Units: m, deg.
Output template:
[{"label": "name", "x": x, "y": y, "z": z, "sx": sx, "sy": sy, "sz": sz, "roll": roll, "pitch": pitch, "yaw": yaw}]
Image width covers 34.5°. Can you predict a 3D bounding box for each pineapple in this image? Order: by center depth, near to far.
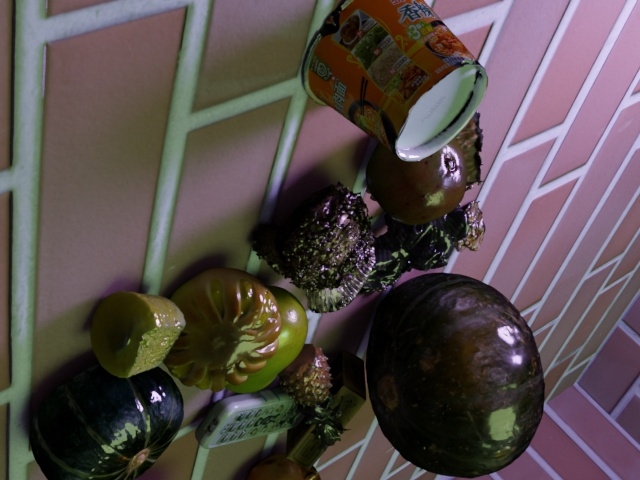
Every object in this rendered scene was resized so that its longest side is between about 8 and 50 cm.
[{"label": "pineapple", "x": -0.006, "y": 0.334, "z": 2.167, "sx": 0.125, "sy": 0.125, "sz": 0.251, "roll": -33, "pitch": 122, "yaw": -21}]

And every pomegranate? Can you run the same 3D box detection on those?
[{"label": "pomegranate", "x": 0.150, "y": -0.111, "z": 1.777, "sx": 0.180, "sy": 0.180, "sz": 0.210, "roll": -24, "pitch": -173, "yaw": -35}, {"label": "pomegranate", "x": -0.089, "y": 0.619, "z": 2.485, "sx": 0.209, "sy": 0.209, "sz": 0.209, "roll": -34, "pitch": 153, "yaw": -20}]

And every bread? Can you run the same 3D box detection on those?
[{"label": "bread", "x": -0.281, "y": 0.136, "z": 1.565, "sx": 0.129, "sy": 0.111, "sz": 0.114, "roll": -52, "pitch": 158, "yaw": 14}, {"label": "bread", "x": -0.163, "y": 0.151, "z": 1.670, "sx": 0.213, "sy": 0.105, "sz": 0.213, "roll": -3, "pitch": 108, "yaw": -10}]

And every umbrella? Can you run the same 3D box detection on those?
[{"label": "umbrella", "x": 0.124, "y": 0.013, "z": 1.974, "sx": 0.336, "sy": 0.154, "sz": 0.128, "roll": -22, "pitch": -175, "yaw": -1}]

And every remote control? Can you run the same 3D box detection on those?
[{"label": "remote control", "x": -0.130, "y": 0.362, "z": 2.187, "sx": 0.335, "sy": 0.065, "sz": 0.128, "roll": 1, "pitch": 128, "yaw": -56}]

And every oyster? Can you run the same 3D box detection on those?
[{"label": "oyster", "x": 0.327, "y": -0.019, "z": 2.287, "sx": 0.105, "sy": 0.056, "sz": 0.177, "roll": -44, "pitch": 151, "yaw": -16}]

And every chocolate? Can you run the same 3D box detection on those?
[{"label": "chocolate", "x": 0.245, "y": -0.186, "z": 1.898, "sx": 0.102, "sy": 0.065, "sz": 0.329, "roll": -22, "pitch": 152, "yaw": -1}]

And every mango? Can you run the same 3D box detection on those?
[{"label": "mango", "x": -0.115, "y": 0.188, "z": 1.861, "sx": 0.175, "sy": 0.143, "sz": 0.293, "roll": -24, "pitch": 157, "yaw": -26}]

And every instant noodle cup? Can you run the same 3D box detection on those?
[{"label": "instant noodle cup", "x": 0.116, "y": -0.235, "z": 1.488, "sx": 0.230, "sy": 0.182, "sz": 0.230, "roll": -33, "pitch": 154, "yaw": -19}]

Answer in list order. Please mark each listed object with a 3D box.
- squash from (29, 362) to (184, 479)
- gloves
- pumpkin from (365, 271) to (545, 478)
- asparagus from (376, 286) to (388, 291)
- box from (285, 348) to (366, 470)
[{"label": "squash", "x": -0.342, "y": 0.300, "z": 1.666, "sx": 0.252, "sy": 0.165, "sz": 0.252, "roll": -37, "pitch": 156, "yaw": -20}, {"label": "gloves", "x": 0.002, "y": 0.006, "z": 1.746, "sx": 0.210, "sy": 0.135, "sz": 0.312, "roll": -37, "pitch": 154, "yaw": -13}, {"label": "pumpkin", "x": 0.278, "y": 0.292, "z": 2.228, "sx": 0.344, "sy": 0.454, "sz": 0.454, "roll": -16, "pitch": 146, "yaw": -22}, {"label": "asparagus", "x": 0.078, "y": 0.095, "z": 2.129, "sx": 0.248, "sy": 0.025, "sz": 0.024, "roll": 8, "pitch": 82, "yaw": -59}, {"label": "box", "x": 0.012, "y": 0.383, "z": 2.331, "sx": 0.240, "sy": 0.071, "sz": 0.159, "roll": -54, "pitch": -167, "yaw": 23}]
